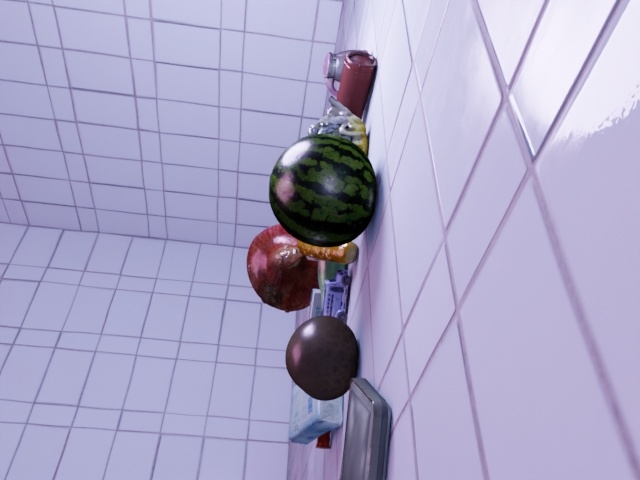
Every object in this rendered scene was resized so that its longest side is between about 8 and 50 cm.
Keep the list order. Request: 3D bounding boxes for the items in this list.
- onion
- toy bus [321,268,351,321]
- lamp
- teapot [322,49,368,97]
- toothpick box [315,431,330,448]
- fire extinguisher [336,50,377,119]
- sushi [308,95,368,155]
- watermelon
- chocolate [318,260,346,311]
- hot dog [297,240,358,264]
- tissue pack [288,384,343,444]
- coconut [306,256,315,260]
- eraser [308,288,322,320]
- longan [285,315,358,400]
[{"bbox_3d":[-0.113,0.104,2.252,0.353,0.354,0.353,-174,90,-85],"label":"onion"},{"bbox_3d":[0.045,0.168,1.751,0.073,0.076,0.167,-136,52,-83],"label":"toy bus"},{"bbox_3d":[0.084,0.432,1.178,0.266,0.047,0.268,154,122,-84],"label":"lamp"},{"bbox_3d":[0.078,-0.526,1.822,0.148,0.146,0.116,102,172,-50],"label":"teapot"},{"bbox_3d":[0.011,0.594,1.794,0.047,0.047,0.083,108,168,-66],"label":"toothpick box"},{"bbox_3d":[0.099,-0.426,1.766,0.104,0.105,0.268,-89,10,-47],"label":"fire extinguisher"},{"bbox_3d":[0.041,-0.263,1.706,0.139,0.184,0.273,128,149,-78],"label":"sushi"},{"bbox_3d":[0.007,-0.126,1.487,0.285,0.286,0.284,-174,90,-85],"label":"watermelon"},{"bbox_3d":[0.037,0.083,1.852,0.110,0.110,0.290,149,125,-83],"label":"chocolate"},{"bbox_3d":[0.013,0.021,1.758,0.286,0.061,0.087,3,79,55],"label":"hot dog"},{"bbox_3d":[-0.013,0.486,1.731,0.263,0.089,0.177,125,154,-53],"label":"tissue pack"},{"bbox_3d":[0.000,0.000,2.022,0.147,0.153,0.146,-176,90,-83],"label":"coconut"},{"bbox_3d":[0.008,0.273,1.930,0.052,0.096,0.224,-124,41,-76],"label":"eraser"},{"bbox_3d":[0.004,0.295,1.481,0.198,0.198,0.212,122,152,-78],"label":"longan"}]
